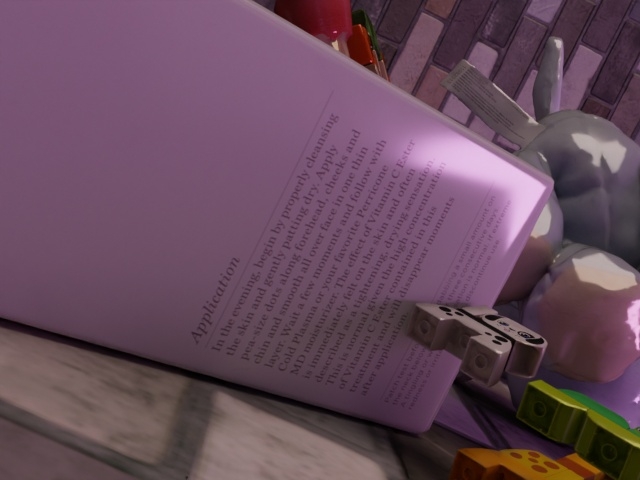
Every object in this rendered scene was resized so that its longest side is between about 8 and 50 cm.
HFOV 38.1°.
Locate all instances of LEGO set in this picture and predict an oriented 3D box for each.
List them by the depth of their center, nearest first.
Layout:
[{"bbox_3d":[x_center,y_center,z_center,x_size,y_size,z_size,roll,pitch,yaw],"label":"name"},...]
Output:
[{"bbox_3d":[0.145,0.112,0.447,0.093,0.087,0.227,-1,24,-45],"label":"LEGO set"}]

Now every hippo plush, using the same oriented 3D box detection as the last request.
[{"bbox_3d":[0.163,0.043,0.689,0.234,0.236,0.294,-21,53,-32],"label":"hippo plush"}]

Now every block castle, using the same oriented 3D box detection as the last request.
[{"bbox_3d":[-0.066,-0.199,1.208,0.303,0.212,0.453,-14,-2,9],"label":"block castle"}]

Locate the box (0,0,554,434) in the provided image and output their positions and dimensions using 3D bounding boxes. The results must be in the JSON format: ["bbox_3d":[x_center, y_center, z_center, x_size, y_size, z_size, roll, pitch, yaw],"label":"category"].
[{"bbox_3d":[-0.083,-0.047,0.501,0.345,0.168,0.215,23,6,-36],"label":"box"}]
